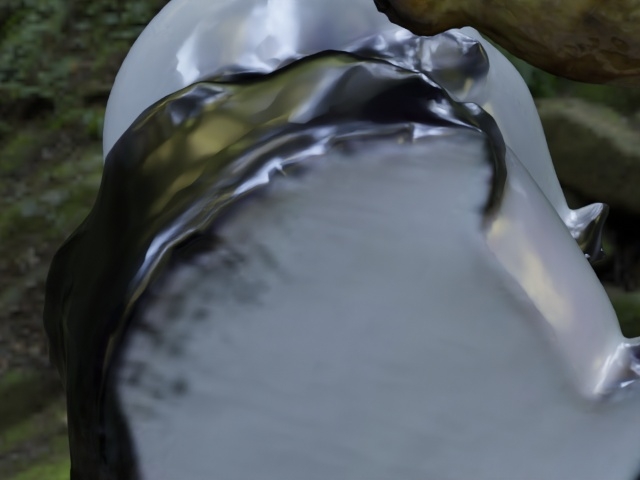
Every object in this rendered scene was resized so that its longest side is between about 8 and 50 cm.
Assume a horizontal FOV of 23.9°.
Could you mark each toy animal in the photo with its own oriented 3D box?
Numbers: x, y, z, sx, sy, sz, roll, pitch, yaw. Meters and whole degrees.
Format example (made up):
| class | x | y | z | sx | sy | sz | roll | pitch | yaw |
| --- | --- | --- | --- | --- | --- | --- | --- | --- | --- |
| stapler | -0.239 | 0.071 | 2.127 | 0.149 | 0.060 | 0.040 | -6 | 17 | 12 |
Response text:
| class | x | y | z | sx | sy | sz | roll | pitch | yaw |
| --- | --- | --- | --- | --- | --- | --- | --- | --- | --- |
| toy animal | 0.000 | 0.000 | 0.659 | 0.251 | 0.251 | 0.310 | -2 | 20 | -5 |

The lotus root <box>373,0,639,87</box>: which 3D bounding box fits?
| class | x | y | z | sx | sy | sz | roll | pitch | yaw |
| --- | --- | --- | --- | --- | --- | --- | --- | --- | --- |
| lotus root | 0.117 | -0.112 | 0.488 | 0.214 | 0.138 | 0.138 | -21 | 10 | 0 |
